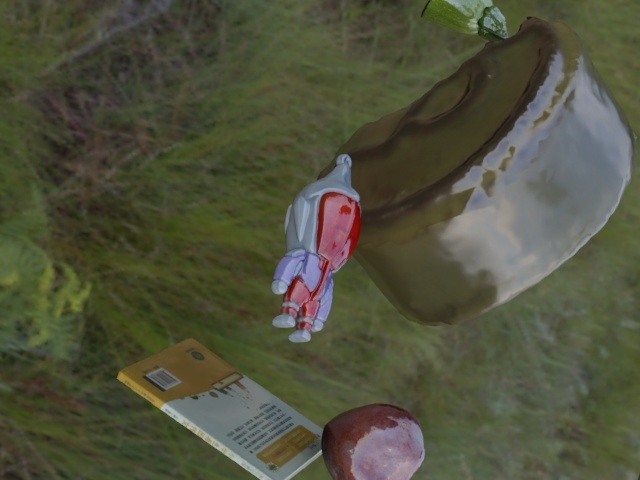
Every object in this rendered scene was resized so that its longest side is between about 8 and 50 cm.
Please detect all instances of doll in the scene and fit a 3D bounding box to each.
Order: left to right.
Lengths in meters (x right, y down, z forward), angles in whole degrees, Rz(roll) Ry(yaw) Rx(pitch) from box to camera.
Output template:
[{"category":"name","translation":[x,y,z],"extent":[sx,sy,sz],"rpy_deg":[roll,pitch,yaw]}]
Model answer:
[{"category":"doll","translation":[0.000,0.000,1.246],"extent":[0.102,0.075,0.228],"rpy_deg":[46,49,-45]}]

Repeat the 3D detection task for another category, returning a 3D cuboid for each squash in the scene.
[{"category":"squash","translation":[0.234,-0.345,1.756],"extent":[0.105,0.132,0.105],"rpy_deg":[-53,173,-9]}]

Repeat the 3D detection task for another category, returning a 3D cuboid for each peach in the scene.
[{"category":"peach","translation":[0.071,0.300,1.709],"extent":[0.152,0.152,0.152],"rpy_deg":[-48,147,-46]}]

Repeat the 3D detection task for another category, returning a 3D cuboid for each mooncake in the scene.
[{"category":"mooncake","translation":[0.200,-0.094,1.504],"extent":[0.394,0.393,0.246],"rpy_deg":[-47,113,-10]}]

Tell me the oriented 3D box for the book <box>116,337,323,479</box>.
[{"category":"book","translation":[-0.138,0.255,1.756],"extent":[0.020,0.295,0.208],"rpy_deg":[-64,162,19]}]

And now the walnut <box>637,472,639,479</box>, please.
[{"category":"walnut","translation":[0.588,0.430,1.855],"extent":[0.165,0.165,0.197],"rpy_deg":[45,41,-65]}]
